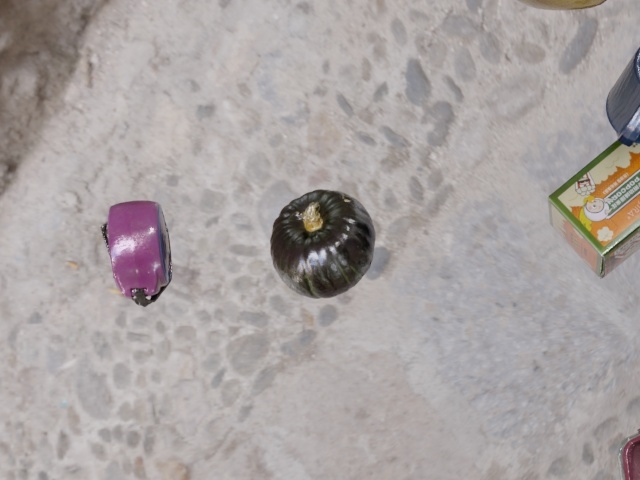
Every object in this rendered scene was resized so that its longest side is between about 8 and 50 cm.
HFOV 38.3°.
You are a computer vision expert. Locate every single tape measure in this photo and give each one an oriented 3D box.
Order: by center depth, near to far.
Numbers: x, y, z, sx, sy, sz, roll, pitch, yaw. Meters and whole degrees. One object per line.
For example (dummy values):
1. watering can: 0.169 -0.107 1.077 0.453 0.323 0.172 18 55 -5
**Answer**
1. tape measure: -0.217 0.015 1.099 0.074 0.118 0.125 -8 95 -5

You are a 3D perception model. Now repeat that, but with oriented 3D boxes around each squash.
1. squash: 0.001 0.004 1.543 0.193 0.156 0.193 -9 71 25

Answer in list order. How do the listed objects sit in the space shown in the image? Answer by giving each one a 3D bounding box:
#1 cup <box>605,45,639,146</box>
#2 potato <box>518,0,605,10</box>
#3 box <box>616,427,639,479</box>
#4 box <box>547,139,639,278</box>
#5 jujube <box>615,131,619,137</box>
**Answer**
1. cup: 0.490 -0.205 1.340 0.113 0.138 0.150 4 72 3
2. potato: 0.186 -0.268 0.797 0.137 0.137 0.176 -40 107 12
3. box: 0.655 0.467 1.598 0.193 0.167 0.294 -16 100 -23
4. box: 0.507 -0.060 1.561 0.195 0.177 0.148 -39 70 2
5. jujube: 0.737 -0.253 1.733 0.376 0.276 0.277 3 85 -13
